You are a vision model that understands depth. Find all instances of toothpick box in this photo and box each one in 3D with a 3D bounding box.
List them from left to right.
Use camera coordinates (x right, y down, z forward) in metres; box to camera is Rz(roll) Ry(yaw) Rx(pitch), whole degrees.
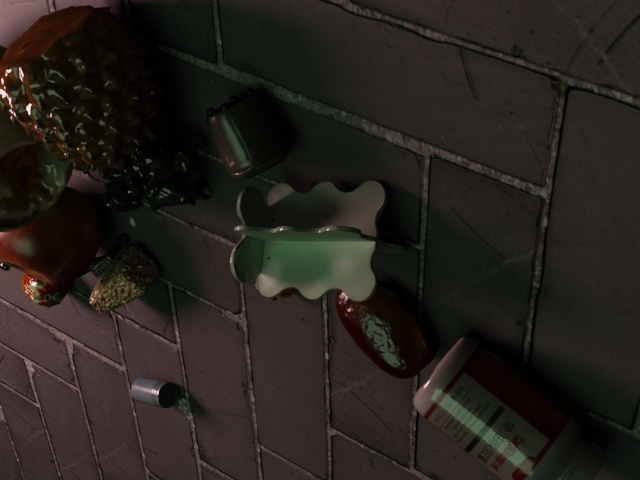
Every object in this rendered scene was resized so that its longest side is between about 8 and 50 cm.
[{"bbox_3d":[-0.322,0.294,2.176,0.083,0.052,0.052,5,127,43],"label":"toothpick box"}]

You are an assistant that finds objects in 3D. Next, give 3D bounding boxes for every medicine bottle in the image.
[{"bbox_3d":[0.256,0.251,1.523,0.250,0.131,0.131,39,142,10],"label":"medicine bottle"}]

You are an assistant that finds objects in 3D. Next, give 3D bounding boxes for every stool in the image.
[{"bbox_3d":[-0.101,-0.145,1.531,0.096,0.096,0.110,-11,110,48],"label":"stool"}]

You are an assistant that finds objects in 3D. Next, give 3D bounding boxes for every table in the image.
[{"bbox_3d":[0.000,0.000,1.524,0.198,0.166,0.167,1,125,34],"label":"table"}]

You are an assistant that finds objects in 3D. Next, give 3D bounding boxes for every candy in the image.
[{"bbox_3d":[-0.603,0.035,2.205,0.287,0.078,0.084,35,145,27],"label":"candy"}]

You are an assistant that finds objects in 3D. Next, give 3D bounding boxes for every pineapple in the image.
[{"bbox_3d":[-0.299,-0.158,1.636,0.222,0.223,0.357,-2,133,44],"label":"pineapple"}]

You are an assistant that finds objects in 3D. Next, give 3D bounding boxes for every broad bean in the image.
[{"bbox_3d":[0.089,0.122,1.607,0.114,0.084,0.165,-34,92,36],"label":"broad bean"}]

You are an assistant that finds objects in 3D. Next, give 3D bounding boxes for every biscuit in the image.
[{"bbox_3d":[-0.349,0.072,1.977,0.070,0.082,0.168,41,141,-15],"label":"biscuit"}]

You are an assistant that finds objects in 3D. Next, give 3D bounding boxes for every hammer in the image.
[{"bbox_3d":[-0.405,0.042,2.014,0.021,0.078,0.201,43,151,-15],"label":"hammer"}]

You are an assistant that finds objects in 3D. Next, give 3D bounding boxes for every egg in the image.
[{"bbox_3d":[-0.548,-0.177,1.775,0.336,0.278,0.278,43,145,28],"label":"egg"}]

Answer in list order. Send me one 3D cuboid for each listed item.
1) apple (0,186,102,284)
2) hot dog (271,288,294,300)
[{"bbox_3d":[-0.476,-0.019,1.941,0.201,0.162,0.201,21,168,5],"label":"apple"},{"bbox_3d":[-0.067,0.039,1.709,0.062,0.038,0.144,26,139,24],"label":"hot dog"}]
